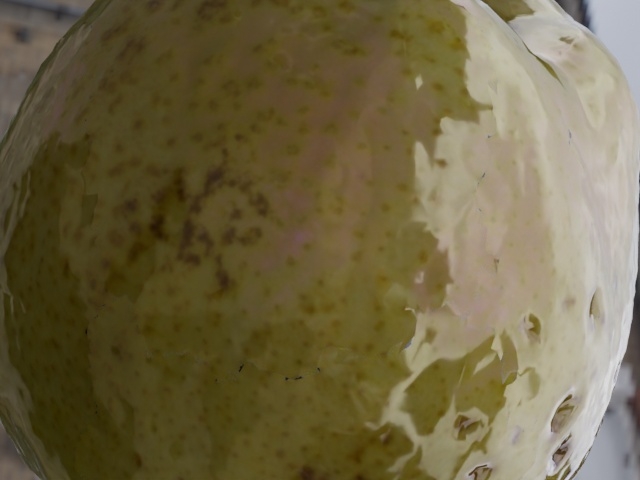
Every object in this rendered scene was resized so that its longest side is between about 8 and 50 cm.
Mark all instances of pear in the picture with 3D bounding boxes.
[{"bbox_3d":[0.000,0.000,0.484,0.178,0.178,0.178,-170,-90,-69],"label":"pear"}]
